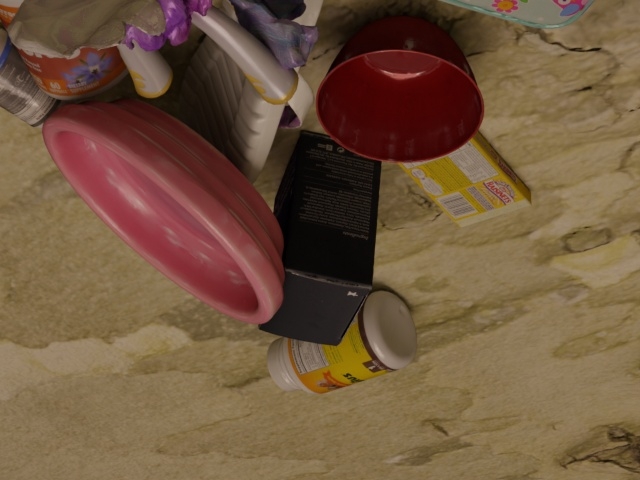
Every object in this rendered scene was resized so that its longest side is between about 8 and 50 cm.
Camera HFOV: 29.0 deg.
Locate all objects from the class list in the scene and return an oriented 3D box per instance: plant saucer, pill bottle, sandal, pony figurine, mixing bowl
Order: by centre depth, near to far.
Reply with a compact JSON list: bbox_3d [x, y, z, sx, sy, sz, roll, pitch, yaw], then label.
[{"bbox_3d":[-0.164,-0.248,1.049,0.351,0.303,0.363,9,162,42],"label":"pony figurine"},{"bbox_3d":[-0.277,-0.255,1.273,0.121,0.121,0.216,-3,144,13],"label":"pill bottle"},{"bbox_3d":[-0.054,-0.182,1.339,0.102,0.169,0.416,-10,154,-27],"label":"sandal"},{"bbox_3d":[0.089,-0.178,1.347,0.181,0.098,0.181,5,145,3],"label":"mixing bowl"},{"bbox_3d":[-0.162,-0.043,1.392,0.332,0.084,0.332,36,162,13],"label":"plant saucer"},{"bbox_3d":[-0.335,-0.178,1.431,0.078,0.078,0.137,-26,134,38],"label":"pill bottle"},{"bbox_3d":[0.027,0.156,1.818,0.215,0.117,0.117,-22,136,35],"label":"pill bottle"}]

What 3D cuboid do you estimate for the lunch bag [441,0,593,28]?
[{"bbox_3d":[0.147,-0.312,1.138,0.279,0.108,0.224,16,149,-11],"label":"lunch bag"}]

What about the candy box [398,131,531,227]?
[{"bbox_3d":[0.166,-0.089,1.523,0.105,0.027,0.206,-20,138,29],"label":"candy box"}]

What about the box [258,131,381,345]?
[{"bbox_3d":[0.000,0.000,1.519,0.108,0.207,0.153,13,145,-9],"label":"box"}]
